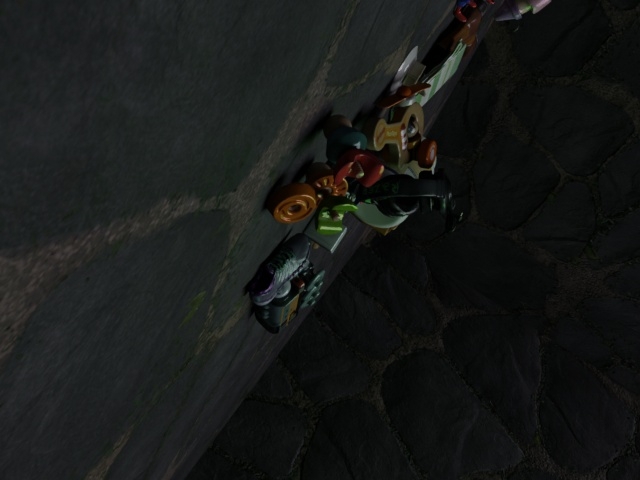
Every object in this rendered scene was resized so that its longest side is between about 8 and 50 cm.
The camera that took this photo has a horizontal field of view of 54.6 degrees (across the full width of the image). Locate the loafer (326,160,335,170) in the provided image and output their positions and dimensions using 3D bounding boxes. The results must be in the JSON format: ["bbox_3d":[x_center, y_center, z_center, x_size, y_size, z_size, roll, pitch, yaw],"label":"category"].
[{"bbox_3d":[0.016,-0.136,1.528,0.170,0.061,0.062,-54,174,-15],"label":"loafer"}]

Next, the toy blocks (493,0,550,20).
[{"bbox_3d":[0.326,-0.592,1.194,0.260,0.309,0.288,-24,174,25],"label":"toy blocks"}]

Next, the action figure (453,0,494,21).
[{"bbox_3d":[0.478,-0.724,1.796,0.091,0.139,0.280,-57,171,-6],"label":"action figure"}]

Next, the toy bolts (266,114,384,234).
[{"bbox_3d":[-0.004,-0.147,1.266,0.218,0.158,0.228,5,140,-36],"label":"toy bolts"}]

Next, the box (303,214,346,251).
[{"bbox_3d":[0.015,-0.026,1.860,0.087,0.101,0.102,-57,175,-3],"label":"box"}]

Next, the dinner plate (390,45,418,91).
[{"bbox_3d":[0.237,-0.475,1.726,0.141,0.017,0.141,-57,173,-12],"label":"dinner plate"}]

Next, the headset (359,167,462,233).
[{"bbox_3d":[0.281,-0.109,1.801,0.394,0.243,0.185,-1,89,-49],"label":"headset"}]

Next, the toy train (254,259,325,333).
[{"bbox_3d":[-0.098,0.150,1.780,0.190,0.142,0.334,-44,169,-21],"label":"toy train"}]

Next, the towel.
[{"bbox_3d":[0.346,-0.501,2.052,0.325,0.038,0.248,-46,172,-3],"label":"towel"}]

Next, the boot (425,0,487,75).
[{"bbox_3d":[0.452,-0.648,2.120,0.280,0.096,0.264,-51,176,-21],"label":"boot"}]

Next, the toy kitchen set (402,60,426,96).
[{"bbox_3d":[0.284,-0.458,1.761,0.075,0.068,0.083,-60,173,18],"label":"toy kitchen set"}]

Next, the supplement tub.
[{"bbox_3d":[0.246,-0.212,2.082,0.316,0.228,0.228,-50,170,-43],"label":"supplement tub"}]

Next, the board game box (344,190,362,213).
[{"bbox_3d":[0.089,-0.111,1.898,0.133,0.033,0.168,-45,-157,-20],"label":"board game box"}]

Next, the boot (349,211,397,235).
[{"bbox_3d":[0.233,-0.151,2.349,0.295,0.211,0.104,-52,172,-38],"label":"boot"}]

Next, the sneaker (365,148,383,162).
[{"bbox_3d":[0.156,-0.268,1.829,0.236,0.095,0.104,-56,168,-49],"label":"sneaker"}]

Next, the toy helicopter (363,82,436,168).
[{"bbox_3d":[0.206,-0.307,1.656,0.355,0.140,0.235,-21,121,-59],"label":"toy helicopter"}]

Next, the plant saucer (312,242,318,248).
[{"bbox_3d":[0.000,0.000,2.229,0.083,0.015,0.083,-55,173,-10],"label":"plant saucer"}]

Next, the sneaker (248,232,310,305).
[{"bbox_3d":[-0.100,0.066,1.577,0.224,0.083,0.098,-54,168,-15],"label":"sneaker"}]

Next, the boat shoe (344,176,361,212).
[{"bbox_3d":[0.075,-0.147,1.817,0.254,0.079,0.095,-48,170,-51],"label":"boat shoe"}]
